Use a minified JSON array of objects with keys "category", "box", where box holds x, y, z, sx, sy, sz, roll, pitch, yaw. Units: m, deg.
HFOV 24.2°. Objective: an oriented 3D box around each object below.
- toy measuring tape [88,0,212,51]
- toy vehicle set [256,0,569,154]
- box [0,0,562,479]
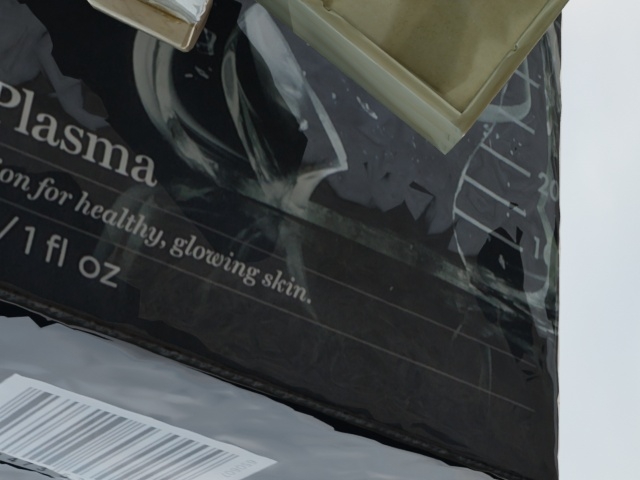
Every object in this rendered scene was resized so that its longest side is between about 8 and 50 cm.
[{"category":"toy measuring tape","box":[0.006,-0.184,0.367,0.121,0.330,0.121,9,-123,-14]},{"category":"toy vehicle set","box":[0.012,-0.191,0.751,0.267,0.035,0.166,39,-106,0]},{"category":"box","box":[-0.113,-0.089,0.936,0.480,0.297,0.472,22,-124,-28]}]
